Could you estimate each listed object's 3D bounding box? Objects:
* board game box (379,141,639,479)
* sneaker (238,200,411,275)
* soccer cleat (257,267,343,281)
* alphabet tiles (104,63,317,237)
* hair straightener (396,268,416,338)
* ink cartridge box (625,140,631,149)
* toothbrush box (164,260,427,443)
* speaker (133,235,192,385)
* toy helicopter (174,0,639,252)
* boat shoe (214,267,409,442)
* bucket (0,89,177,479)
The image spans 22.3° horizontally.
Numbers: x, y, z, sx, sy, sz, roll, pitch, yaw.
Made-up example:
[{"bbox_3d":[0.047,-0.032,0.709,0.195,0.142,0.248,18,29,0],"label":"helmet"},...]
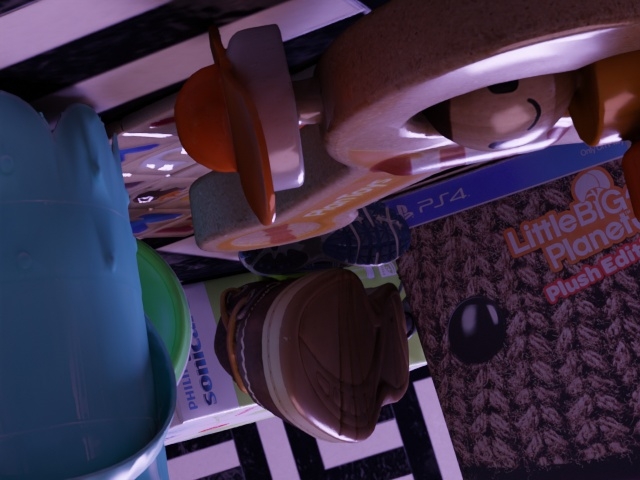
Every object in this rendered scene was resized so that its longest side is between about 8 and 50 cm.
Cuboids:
[{"bbox_3d":[0.206,0.076,1.265,0.232,0.291,0.141,-19,170,12],"label":"board game box"},{"bbox_3d":[0.000,0.000,1.218,0.135,0.052,0.058,-4,173,-17],"label":"sneaker"},{"bbox_3d":[-0.015,0.027,1.345,0.072,0.060,0.179,-8,165,2],"label":"soccer cleat"},{"bbox_3d":[-0.033,-0.049,0.938,0.285,0.011,0.342,-22,171,28],"label":"alphabet tiles"},{"bbox_3d":[0.095,0.025,1.464,0.047,0.089,0.230,9,-162,27],"label":"hair straightener"},{"bbox_3d":[0.263,-0.077,1.020,0.061,0.104,0.181,-13,172,-20],"label":"ink cartridge box"},{"bbox_3d":[-0.074,0.105,1.493,0.283,0.122,0.206,-9,168,-37],"label":"toothbrush box"},{"bbox_3d":[-0.159,0.068,1.013,0.131,0.131,0.296,-15,175,-15],"label":"speaker"},{"bbox_3d":[0.024,-0.043,0.677,0.235,0.140,0.355,-10,172,-29],"label":"toy helicopter"},{"bbox_3d":[-0.020,0.083,1.197,0.123,0.123,0.342,-5,-179,13],"label":"boat shoe"},{"bbox_3d":[-0.200,0.065,0.725,0.281,0.183,0.281,-15,170,-3],"label":"bucket"}]
